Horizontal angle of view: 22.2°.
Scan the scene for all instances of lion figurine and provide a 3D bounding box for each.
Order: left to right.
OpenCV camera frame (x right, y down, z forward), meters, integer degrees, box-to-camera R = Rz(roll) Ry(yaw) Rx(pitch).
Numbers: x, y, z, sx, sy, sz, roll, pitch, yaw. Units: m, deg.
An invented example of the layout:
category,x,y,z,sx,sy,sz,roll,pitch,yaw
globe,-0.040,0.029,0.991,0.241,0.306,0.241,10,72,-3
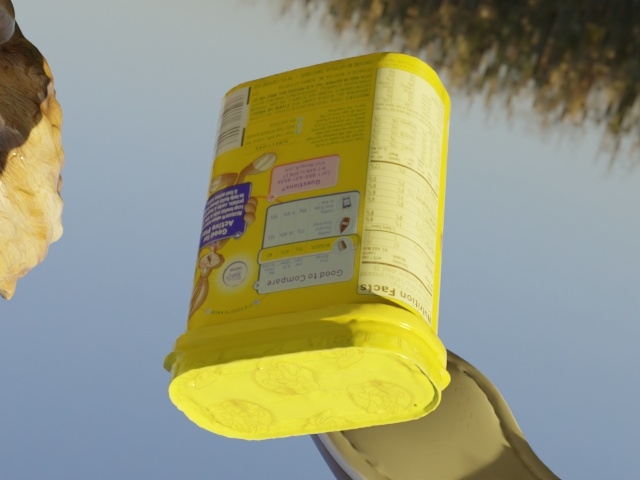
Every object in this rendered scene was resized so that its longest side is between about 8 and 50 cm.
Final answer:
category,x,y,z,sx,sy,sz,roll,pitch,yaw
lion figurine,-0.262,-0.166,0.984,0.142,0.392,0.240,-20,159,-7

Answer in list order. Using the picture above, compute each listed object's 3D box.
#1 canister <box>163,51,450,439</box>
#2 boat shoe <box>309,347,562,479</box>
category,x,y,z,sx,sy,sz,roll,pitch,yaw
canister,0.000,0.000,0.780,0.126,0.170,0.073,-10,144,23
boat shoe,0.091,0.164,0.961,0.117,0.096,0.324,-28,-131,-31
